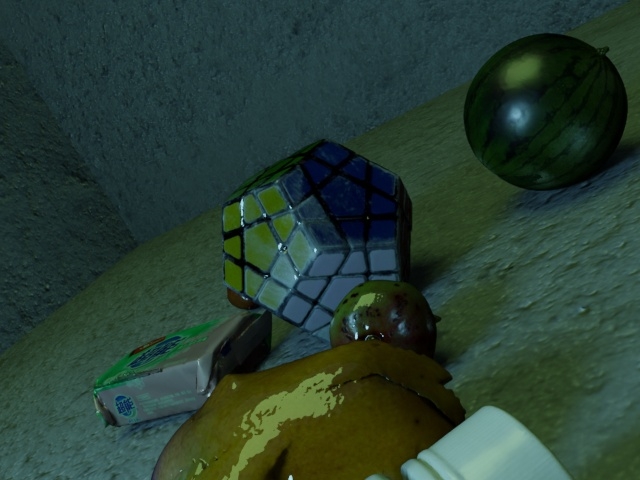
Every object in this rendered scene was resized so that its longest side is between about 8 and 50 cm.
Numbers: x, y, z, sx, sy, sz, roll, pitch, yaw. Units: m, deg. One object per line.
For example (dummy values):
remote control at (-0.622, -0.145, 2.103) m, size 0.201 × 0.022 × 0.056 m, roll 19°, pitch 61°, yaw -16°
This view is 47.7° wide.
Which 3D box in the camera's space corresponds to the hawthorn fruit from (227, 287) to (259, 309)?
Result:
hawthorn fruit at (-0.142, 0.107, 1.466) m, size 0.093 × 0.081 × 0.081 m, roll 26°, pitch 53°, yaw 39°

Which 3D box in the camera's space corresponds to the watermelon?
watermelon at (0.348, -0.198, 1.124) m, size 0.242 × 0.242 × 0.242 m, roll -29°, pitch 13°, yaw 8°

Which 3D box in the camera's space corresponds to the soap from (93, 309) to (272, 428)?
soap at (-0.224, 0.212, 1.196) m, size 0.273 × 0.098 × 0.218 m, roll -19°, pitch 11°, yaw 34°

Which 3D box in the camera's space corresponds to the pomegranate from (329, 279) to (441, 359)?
pomegranate at (0.082, 0.116, 0.864) m, size 0.129 × 0.159 × 0.129 m, roll -12°, pitch 63°, yaw 26°

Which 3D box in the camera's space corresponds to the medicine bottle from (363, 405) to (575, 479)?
medicine bottle at (0.053, 0.220, 0.461) m, size 0.237 × 0.139 × 0.139 m, roll -35°, pitch 14°, yaw -12°

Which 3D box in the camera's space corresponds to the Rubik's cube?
Rubik's cube at (0.000, 0.000, 1.108) m, size 0.319 × 0.319 × 0.264 m, roll -39°, pitch -11°, yaw -30°

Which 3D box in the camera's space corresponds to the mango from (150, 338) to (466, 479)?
mango at (-0.012, 0.194, 0.606) m, size 0.287 × 0.201 × 0.152 m, roll -21°, pitch -12°, yaw -5°
